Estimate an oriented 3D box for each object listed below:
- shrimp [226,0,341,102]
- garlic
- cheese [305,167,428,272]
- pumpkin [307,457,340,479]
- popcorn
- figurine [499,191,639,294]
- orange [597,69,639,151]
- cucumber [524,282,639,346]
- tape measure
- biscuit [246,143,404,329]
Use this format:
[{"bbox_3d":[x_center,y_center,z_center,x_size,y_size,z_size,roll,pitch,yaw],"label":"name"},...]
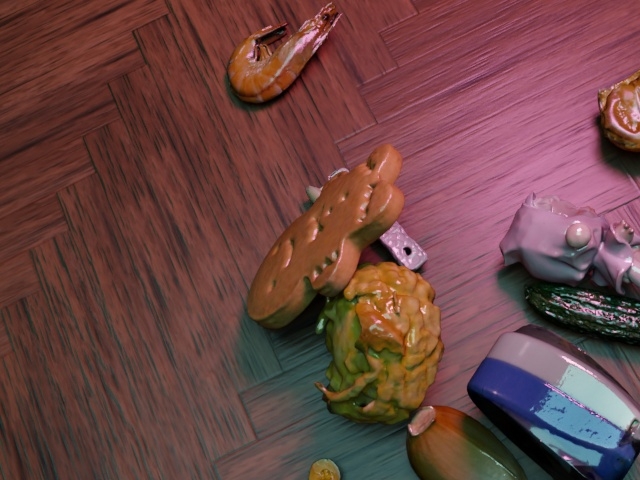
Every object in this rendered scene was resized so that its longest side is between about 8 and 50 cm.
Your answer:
[{"bbox_3d":[-0.068,-0.353,1.622,0.248,0.068,0.150,-35,64,1],"label":"shrimp"},{"bbox_3d":[0.225,0.327,1.317,0.206,0.128,0.115,30,35,14],"label":"garlic"},{"bbox_3d":[0.091,-0.038,1.492,0.127,0.050,0.235,-37,68,-6],"label":"cheese"},{"bbox_3d":[0.003,0.381,1.374,0.050,0.028,0.083,24,85,18],"label":"pumpkin"},{"bbox_3d":[0.088,0.150,1.338,0.189,0.250,0.250,12,73,-4],"label":"popcorn"},{"bbox_3d":[0.418,0.015,1.357,0.275,0.200,0.133,18,100,22],"label":"figurine"},{"bbox_3d":[0.546,-0.214,1.449,0.169,0.112,0.160,20,86,39],"label":"orange"},{"bbox_3d":[0.448,0.119,1.373,0.265,0.077,0.077,10,73,14],"label":"cucumber"},{"bbox_3d":[0.342,0.244,1.251,0.262,0.259,0.138,40,81,24],"label":"tape measure"},{"bbox_3d":[-0.002,-0.001,1.379,0.355,0.052,0.275,-40,25,32],"label":"biscuit"}]
